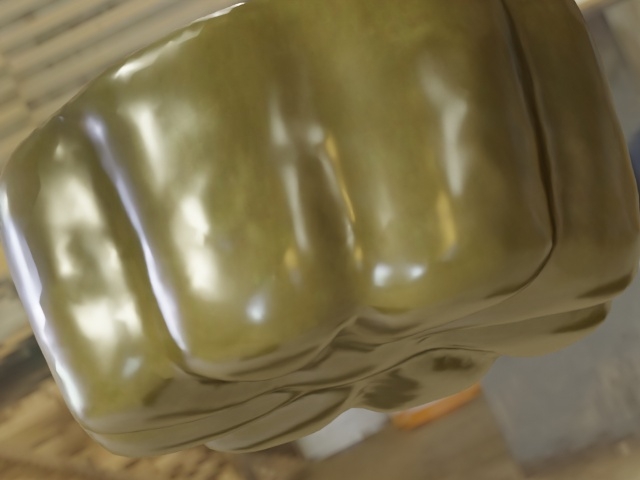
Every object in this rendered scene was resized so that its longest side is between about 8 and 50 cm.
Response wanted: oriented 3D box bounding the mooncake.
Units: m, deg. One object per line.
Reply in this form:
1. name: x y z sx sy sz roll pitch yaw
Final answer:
1. mooncake: 0.000 0.000 1.161 0.378 0.201 0.378 -20 -13 -5
